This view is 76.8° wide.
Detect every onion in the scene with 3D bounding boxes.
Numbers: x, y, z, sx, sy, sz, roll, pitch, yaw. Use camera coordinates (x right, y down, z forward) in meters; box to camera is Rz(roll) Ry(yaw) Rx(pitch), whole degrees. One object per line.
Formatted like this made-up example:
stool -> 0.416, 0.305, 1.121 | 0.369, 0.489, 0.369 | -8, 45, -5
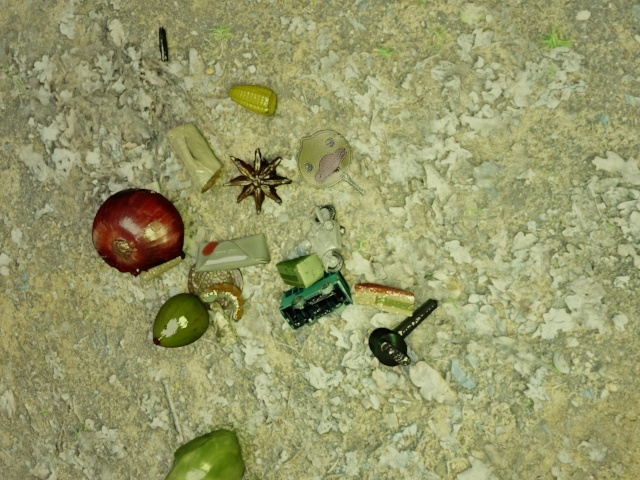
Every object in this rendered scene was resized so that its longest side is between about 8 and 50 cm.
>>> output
onion -> -0.693, -0.048, 1.561 | 0.340, 0.341, 0.342 | 0, 91, 12

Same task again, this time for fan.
fan -> 0.043, -0.284, 1.554 | 0.335, 0.011, 0.230 | 44, 99, 10

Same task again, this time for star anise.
star anise -> -0.245, -0.238, 1.576 | 0.271, 0.103, 0.272 | 0, 113, -1

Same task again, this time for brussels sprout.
brussels sprout -> -0.435, 0.869, 1.539 | 0.327, 0.328, 0.247 | -35, 51, 10

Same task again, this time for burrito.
burrito -> -0.492, -0.325, 1.608 | 0.299, 0.143, 0.105 | 56, 133, 10

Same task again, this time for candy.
candy -> -0.270, -0.559, 1.573 | 0.198, 0.094, 0.106 | 20, 68, 13

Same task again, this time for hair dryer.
hair dryer -> 0.307, 0.309, 1.405 | 0.302, 0.244, 0.116 | -43, 89, -6

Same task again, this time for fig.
fig -> -0.558, 0.326, 1.586 | 0.202, 0.225, 0.203 | 10, 116, 21

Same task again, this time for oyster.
oyster -> -0.386, 0.342, 1.630 | 0.105, 0.061, 0.200 | 1, 105, -5

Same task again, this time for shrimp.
shrimp -> -0.381, 0.250, 1.577 | 0.160, 0.049, 0.166 | -12, 80, -25

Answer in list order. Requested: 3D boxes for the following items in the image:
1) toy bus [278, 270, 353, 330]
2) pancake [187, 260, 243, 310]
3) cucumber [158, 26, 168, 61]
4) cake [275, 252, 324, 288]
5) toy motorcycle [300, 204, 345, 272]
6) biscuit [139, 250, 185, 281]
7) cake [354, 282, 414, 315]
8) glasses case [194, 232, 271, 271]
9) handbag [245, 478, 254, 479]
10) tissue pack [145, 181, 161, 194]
toy bus -> -0.019, 0.216, 1.504 | 0.255, 0.147, 0.128 | -27, 114, 12
pancake -> -0.427, 0.173, 1.649 | 0.249, 0.031, 0.251 | 0, 92, 9
cucumber -> -0.656, -0.816, 1.681 | 0.033, 0.034, 0.135 | -4, 90, 7
cake -> -0.104, 0.123, 1.486 | 0.235, 0.099, 0.100 | -15, 105, 45
toy motorcycle -> 0.000, 0.000, 1.508 | 0.170, 0.110, 0.261 | -15, 73, 24
biscuit -> -0.655, 0.103, 1.685 | 0.219, 0.061, 0.055 | -29, 126, 10
cake -> 0.237, 0.205, 1.459 | 0.220, 0.116, 0.086 | 6, 98, 22
glasses case -> -0.354, 0.049, 1.589 | 0.307, 0.083, 0.129 | -8, 78, 3
handbag -> -0.184, 1.058, 1.563 | 0.297, 0.151, 0.171 | 21, 91, 18
tissue pack -> -0.699, -0.189, 1.705 | 0.056, 0.023, 0.108 | -17, 88, 12
